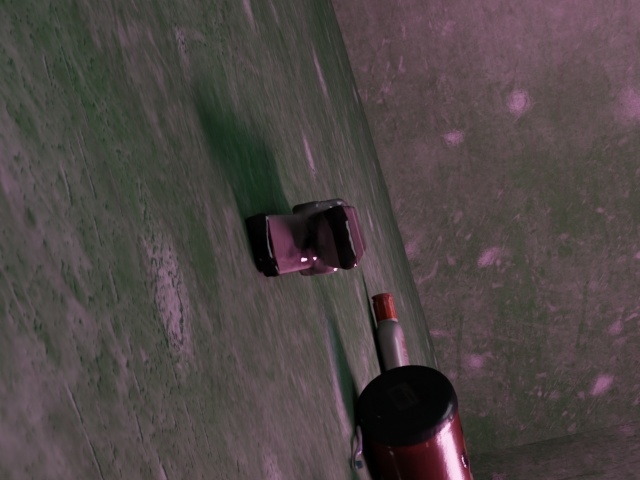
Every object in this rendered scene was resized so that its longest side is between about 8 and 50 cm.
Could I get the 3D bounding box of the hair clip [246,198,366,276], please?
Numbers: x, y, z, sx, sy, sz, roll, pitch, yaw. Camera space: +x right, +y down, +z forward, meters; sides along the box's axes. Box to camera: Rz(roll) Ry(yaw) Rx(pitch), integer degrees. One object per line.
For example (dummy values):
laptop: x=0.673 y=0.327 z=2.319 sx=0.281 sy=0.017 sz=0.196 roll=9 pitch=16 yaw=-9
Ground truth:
hair clip: x=-0.001 y=-0.004 z=1.210 sx=0.331 sy=0.101 sz=0.085 roll=-25 pitch=97 yaw=-84

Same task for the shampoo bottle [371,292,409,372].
shampoo bottle: x=0.138 y=0.209 z=1.995 sx=0.108 sy=0.051 sz=0.220 roll=50 pitch=27 yaw=-71

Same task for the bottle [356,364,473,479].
bottle: x=0.155 y=0.351 z=1.569 sx=0.144 sy=0.144 sz=0.336 roll=-92 pitch=169 yaw=-56

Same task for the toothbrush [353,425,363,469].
toothbrush: x=0.050 y=0.274 z=1.400 sx=0.131 sy=0.013 sz=0.011 roll=-82 pitch=162 yaw=-77
